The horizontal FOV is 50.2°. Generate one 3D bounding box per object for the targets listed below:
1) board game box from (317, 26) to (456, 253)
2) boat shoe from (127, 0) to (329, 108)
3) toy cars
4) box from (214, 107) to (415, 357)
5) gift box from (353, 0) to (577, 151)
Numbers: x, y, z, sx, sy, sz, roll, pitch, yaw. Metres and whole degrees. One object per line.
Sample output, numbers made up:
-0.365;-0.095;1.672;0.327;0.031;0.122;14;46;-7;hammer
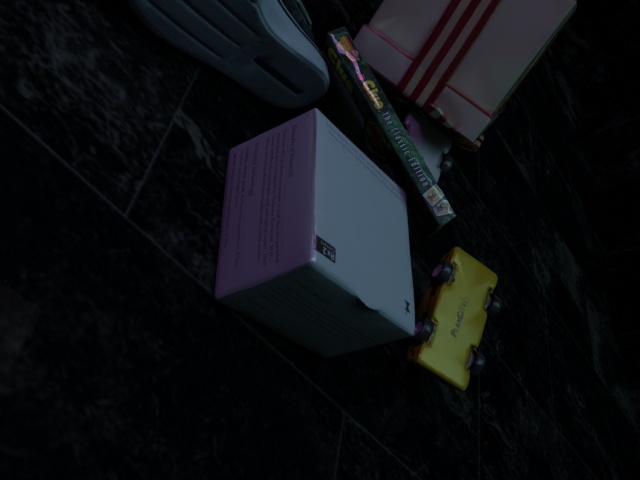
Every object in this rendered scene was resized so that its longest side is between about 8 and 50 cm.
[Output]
0.067;-0.114;0.830;0.259;0.030;0.136;62;-15;10;board game box
-0.103;-0.256;0.714;0.335;0.121;0.119;36;35;-59;boat shoe
0.139;0.013;0.944;0.176;0.087;0.393;-6;73;-32;toy cars
0.000;0.000;0.700;0.181;0.119;0.182;37;44;-44;box
0.192;-0.297;0.997;0.255;0.258;0.276;40;25;11;gift box
